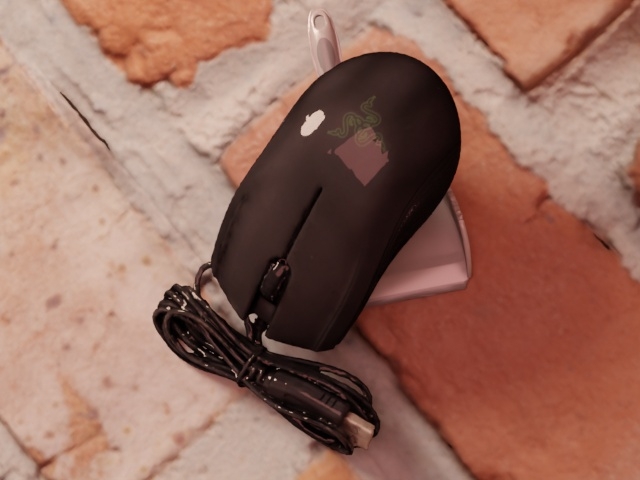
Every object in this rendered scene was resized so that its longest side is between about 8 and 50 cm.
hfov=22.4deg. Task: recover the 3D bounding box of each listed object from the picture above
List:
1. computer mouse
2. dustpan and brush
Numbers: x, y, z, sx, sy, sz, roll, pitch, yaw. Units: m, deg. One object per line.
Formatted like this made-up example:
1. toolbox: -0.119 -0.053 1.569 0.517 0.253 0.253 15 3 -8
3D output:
1. computer mouse: 0.000 0.000 1.093 0.188 0.072 0.272 31 106 16
2. dustpan and brush: 0.019 -0.060 1.151 0.147 0.060 0.211 -11 78 5
